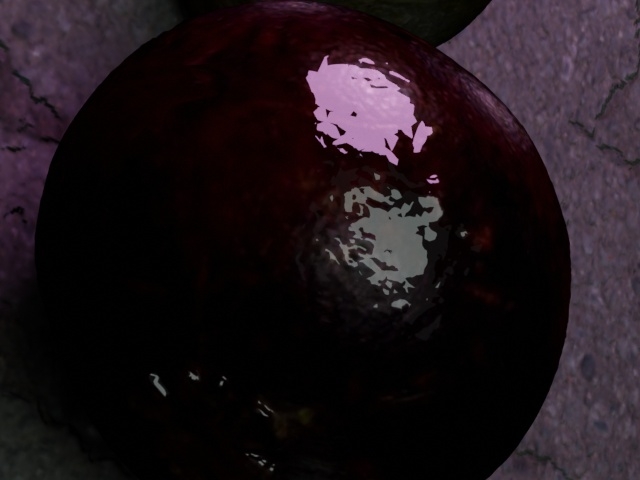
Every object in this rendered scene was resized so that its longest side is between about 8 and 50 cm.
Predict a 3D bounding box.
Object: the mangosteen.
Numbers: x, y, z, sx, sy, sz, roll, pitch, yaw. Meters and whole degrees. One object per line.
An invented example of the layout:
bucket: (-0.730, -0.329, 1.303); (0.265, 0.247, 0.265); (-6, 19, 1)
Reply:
mangosteen: (0.001, 0.012, 1.020); (0.293, 0.297, 0.297); (-32, 106, -38)

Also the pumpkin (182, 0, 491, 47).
pumpkin: (0.040, -0.257, 1.117); (0.242, 0.232, 0.325); (-23, 104, -41)
